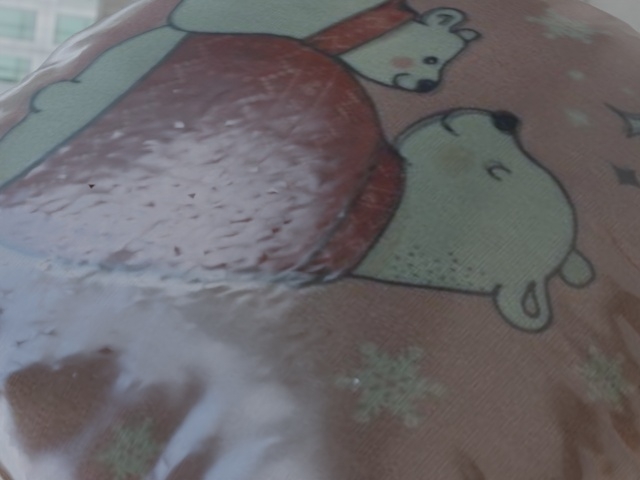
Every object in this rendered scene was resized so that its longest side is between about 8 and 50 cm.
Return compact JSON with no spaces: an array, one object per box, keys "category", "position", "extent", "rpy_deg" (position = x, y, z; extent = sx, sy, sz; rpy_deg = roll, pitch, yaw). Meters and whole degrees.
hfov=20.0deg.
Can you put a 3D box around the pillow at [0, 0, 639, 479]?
[{"category":"pillow","position":[0.000,0.000,0.430],"extent":[0.236,0.223,0.084],"rpy_deg":[-41,-39,-37]}]
